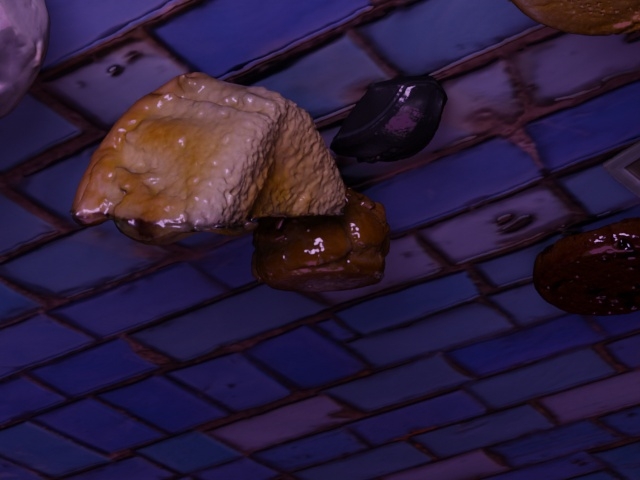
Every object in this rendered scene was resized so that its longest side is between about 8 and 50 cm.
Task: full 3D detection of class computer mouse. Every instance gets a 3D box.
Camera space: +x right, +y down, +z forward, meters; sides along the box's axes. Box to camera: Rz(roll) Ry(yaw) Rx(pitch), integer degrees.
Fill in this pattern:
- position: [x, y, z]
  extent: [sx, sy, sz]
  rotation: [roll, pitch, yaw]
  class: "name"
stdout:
- position: [0.063, -0.099, 1.289]
  extent: [0.079, 0.047, 0.135]
  rotation: [15, 146, -31]
  class: "computer mouse"

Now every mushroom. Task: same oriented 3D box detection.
- position: [-0.293, -0.121, 1.146]
  extent: [0.109, 0.097, 0.351]
  rotation: [11, 150, -22]
  class: "mushroom"

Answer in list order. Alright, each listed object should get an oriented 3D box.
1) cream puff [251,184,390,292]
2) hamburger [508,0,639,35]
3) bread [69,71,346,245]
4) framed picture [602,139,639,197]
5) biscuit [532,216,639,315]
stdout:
- position: [0.001, -0.004, 1.384]
  extent: [0.143, 0.103, 0.126]
  rotation: [4, 165, -24]
  class: "cream puff"
- position: [0.204, -0.243, 0.993]
  extent: [0.215, 0.122, 0.189]
  rotation: [-17, 142, 25]
  class: "hamburger"
- position: [-0.094, -0.075, 1.213]
  extent: [0.174, 0.133, 0.251]
  rotation: [10, -169, 31]
  class: "bread"
- position: [0.453, -0.085, 1.357]
  extent: [0.232, 0.019, 0.296]
  rotation: [34, 134, -25]
  class: "framed picture"
- position: [0.328, 0.031, 1.561]
  extent: [0.192, 0.049, 0.192]
  rotation: [1, 151, 1]
  class: "biscuit"
